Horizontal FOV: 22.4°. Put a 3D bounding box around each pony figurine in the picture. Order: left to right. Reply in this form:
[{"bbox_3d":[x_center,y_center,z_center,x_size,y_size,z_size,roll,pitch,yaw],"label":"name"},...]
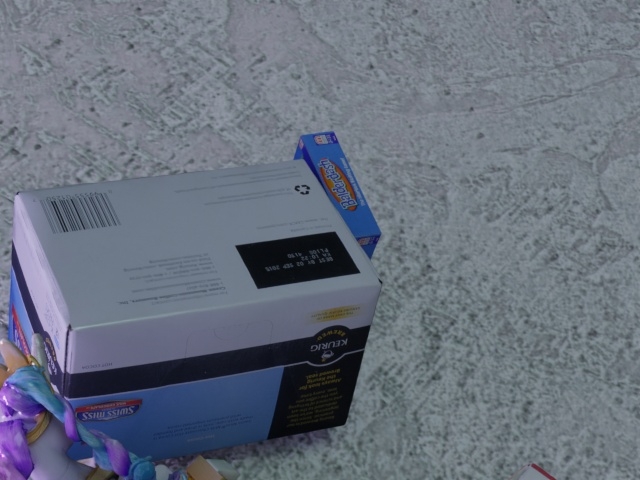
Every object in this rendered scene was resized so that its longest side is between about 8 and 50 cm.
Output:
[{"bbox_3d":[-0.239,0.310,1.497,0.303,0.363,0.351,-12,41,29],"label":"pony figurine"}]

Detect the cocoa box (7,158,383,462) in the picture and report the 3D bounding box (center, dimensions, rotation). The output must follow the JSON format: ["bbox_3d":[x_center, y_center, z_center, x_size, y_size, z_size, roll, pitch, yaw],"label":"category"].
[{"bbox_3d":[-0.147,0.081,1.773,0.347,0.228,0.231,-8,43,-23],"label":"cocoa box"}]

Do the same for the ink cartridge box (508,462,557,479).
[{"bbox_3d":[0.214,0.388,1.606,0.207,0.283,0.117,35,46,13],"label":"ink cartridge box"}]

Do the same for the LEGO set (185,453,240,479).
[{"bbox_3d":[-0.045,0.346,1.710,0.287,0.107,0.132,27,14,13],"label":"LEGO set"}]

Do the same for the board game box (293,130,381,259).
[{"bbox_3d":[0.000,0.000,1.916,0.047,0.210,0.160,-9,53,-22],"label":"board game box"}]
